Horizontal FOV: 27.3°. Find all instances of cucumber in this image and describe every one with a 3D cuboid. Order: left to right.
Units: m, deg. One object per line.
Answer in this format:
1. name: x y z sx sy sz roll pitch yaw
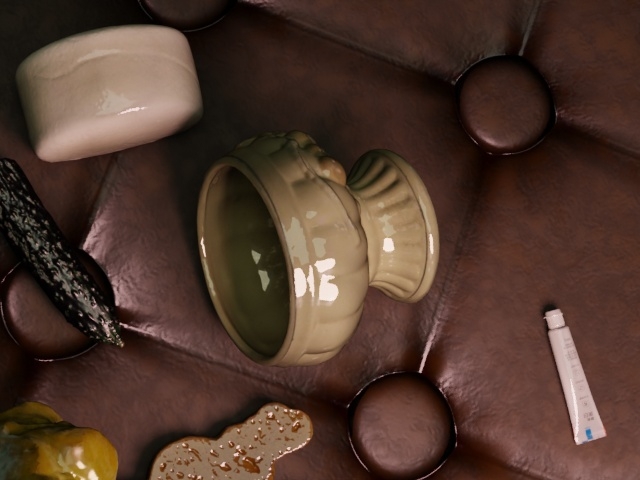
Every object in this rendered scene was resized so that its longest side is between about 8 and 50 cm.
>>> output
1. cucumber: -0.357 0.024 1.754 0.072 0.072 0.300 -35 86 -14

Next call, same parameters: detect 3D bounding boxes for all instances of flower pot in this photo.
1. flower pot: 0.000 0.000 1.718 0.244 0.307 0.307 -14 81 -28

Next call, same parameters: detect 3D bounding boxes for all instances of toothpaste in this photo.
1. toothpaste: 0.355 0.190 1.861 0.048 0.031 0.190 -15 85 -15

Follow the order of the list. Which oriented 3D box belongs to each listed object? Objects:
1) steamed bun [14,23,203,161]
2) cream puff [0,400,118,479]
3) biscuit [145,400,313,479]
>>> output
1. steamed bun: -0.281 -0.201 1.765 0.241 0.164 0.146 -15 80 -11
2. cream puff: -0.372 0.356 1.614 0.323 0.270 0.274 -27 44 2
3. biscuit: -0.141 0.332 1.741 0.183 0.047 0.320 43 76 -1
